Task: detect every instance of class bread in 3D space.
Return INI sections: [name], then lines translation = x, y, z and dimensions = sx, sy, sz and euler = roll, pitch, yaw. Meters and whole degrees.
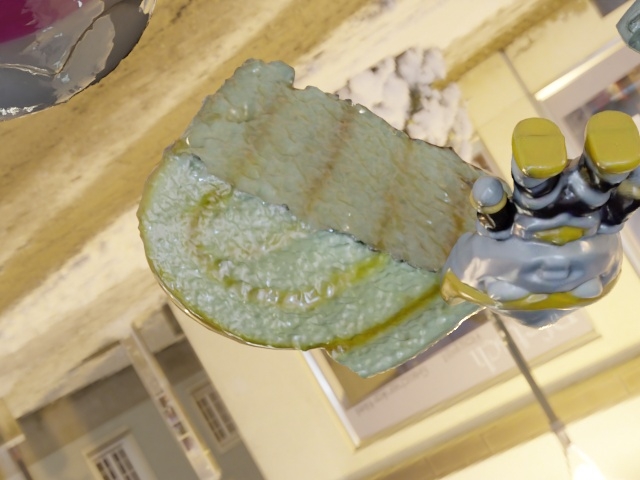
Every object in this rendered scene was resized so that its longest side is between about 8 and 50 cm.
[bread]
translation = 0.006, 0.007, 0.988
dimensions = 0.264, 0.395, 0.239
euler = -63, -179, 39

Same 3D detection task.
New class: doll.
[doll]
translation = 0.182, 0.001, 0.685
dimensions = 0.146, 0.103, 0.316
euler = -25, 154, -6

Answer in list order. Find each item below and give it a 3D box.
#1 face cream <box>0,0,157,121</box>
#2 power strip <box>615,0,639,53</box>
[face cream]
translation = -0.141, -0.154, 0.297
dimensions = 0.175, 0.175, 0.195
euler = -29, 169, -16
[power strip]
translation = 0.504, -0.252, 1.146
dimensions = 0.272, 0.052, 0.078
euler = 19, 130, -23
